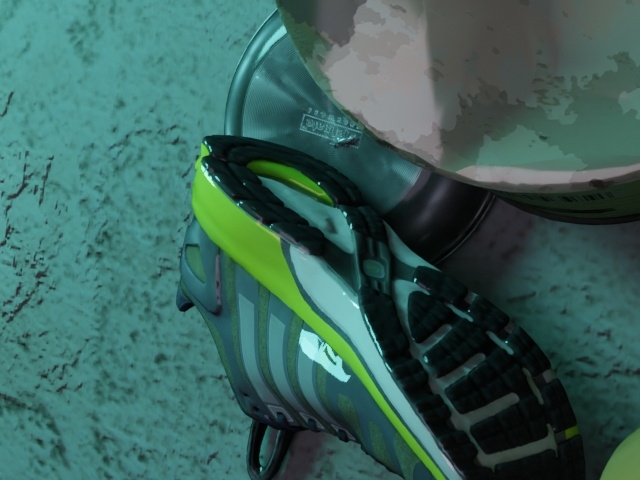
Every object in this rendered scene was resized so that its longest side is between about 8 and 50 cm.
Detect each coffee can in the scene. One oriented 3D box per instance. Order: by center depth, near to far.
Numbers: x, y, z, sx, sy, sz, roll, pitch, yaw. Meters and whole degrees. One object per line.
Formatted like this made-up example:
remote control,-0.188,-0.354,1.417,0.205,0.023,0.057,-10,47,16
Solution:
coffee can,0.114,-0.112,0.521,0.202,0.275,0.201,0,89,16

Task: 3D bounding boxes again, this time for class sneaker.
sneaker,0.021,0.068,0.648,0.300,0.111,0.121,48,130,34

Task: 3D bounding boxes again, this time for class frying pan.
frying pan,-0.019,-0.021,0.750,0.197,0.053,0.326,45,109,20

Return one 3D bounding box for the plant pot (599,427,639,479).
plant pot,0.254,0.145,0.497,0.203,0.291,0.290,-33,77,43
